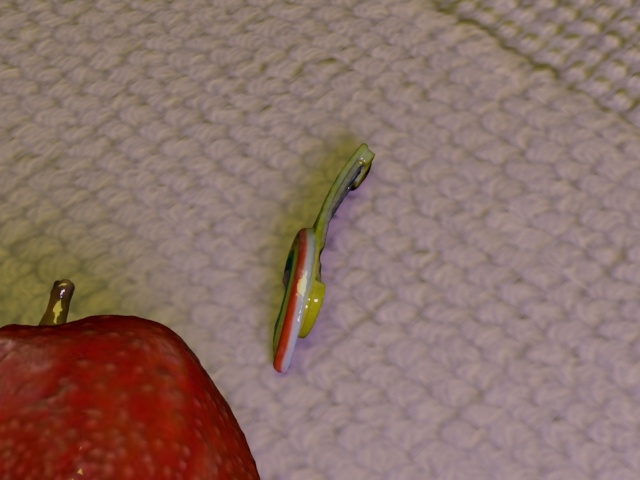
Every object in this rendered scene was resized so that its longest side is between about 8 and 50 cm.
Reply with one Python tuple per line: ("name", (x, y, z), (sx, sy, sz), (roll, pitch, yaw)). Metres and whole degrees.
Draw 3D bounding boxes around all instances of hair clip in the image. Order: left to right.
("hair clip", (0.000, 0.000, 0.925), (0.033, 0.060, 0.188), (22, 51, -2))

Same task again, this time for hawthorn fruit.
("hawthorn fruit", (-0.133, 0.127, 0.751), (0.205, 0.205, 0.253), (-9, 46, -5))
